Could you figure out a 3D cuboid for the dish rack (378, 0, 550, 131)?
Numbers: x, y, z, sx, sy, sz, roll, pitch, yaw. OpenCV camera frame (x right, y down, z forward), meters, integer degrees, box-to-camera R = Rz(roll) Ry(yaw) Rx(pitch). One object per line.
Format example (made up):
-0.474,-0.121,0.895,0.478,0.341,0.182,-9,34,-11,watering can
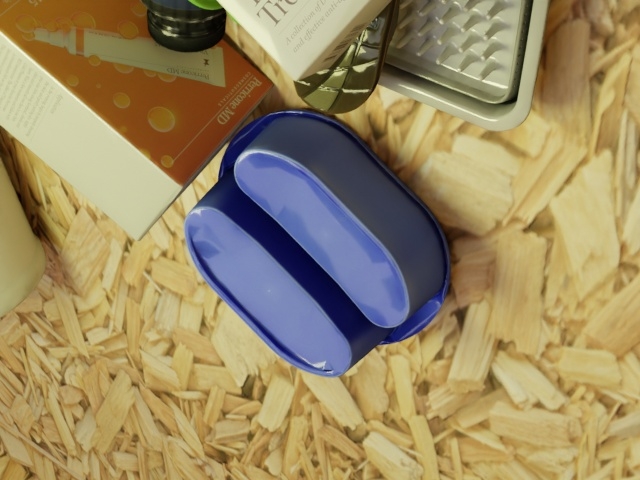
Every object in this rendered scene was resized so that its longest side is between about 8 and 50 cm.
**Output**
0.088,-0.279,1.132,0.333,0.072,0.285,27,140,25,dish rack

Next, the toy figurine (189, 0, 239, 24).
-0.045,-0.289,1.118,0.159,0.130,0.173,-3,146,35,toy figurine

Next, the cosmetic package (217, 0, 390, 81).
0.014,-0.367,0.954,0.284,0.097,0.377,46,115,3,cosmetic package

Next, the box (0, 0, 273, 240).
-0.271,-0.207,1.412,0.345,0.215,0.168,41,144,-6,box

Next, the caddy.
0.000,0.000,1.413,0.341,0.179,0.241,46,123,0,caddy

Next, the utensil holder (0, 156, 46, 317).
-0.679,-0.073,1.907,0.327,0.327,0.385,14,131,37,utensil holder

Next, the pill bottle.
-0.150,-0.326,1.283,0.123,0.123,0.219,31,143,19,pill bottle

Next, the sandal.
0.037,-0.221,1.139,0.090,0.060,0.219,27,127,14,sandal
